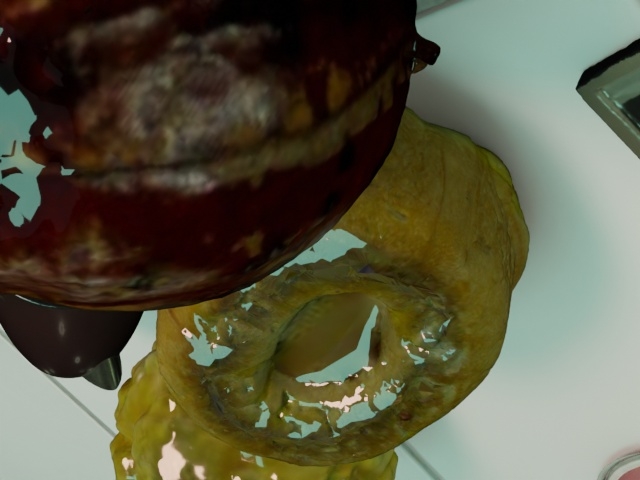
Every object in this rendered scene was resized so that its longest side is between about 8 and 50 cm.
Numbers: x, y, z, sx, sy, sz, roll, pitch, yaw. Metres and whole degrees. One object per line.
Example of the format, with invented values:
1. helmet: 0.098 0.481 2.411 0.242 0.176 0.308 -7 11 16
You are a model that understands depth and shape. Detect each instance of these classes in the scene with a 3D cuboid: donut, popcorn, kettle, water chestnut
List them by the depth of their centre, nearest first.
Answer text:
1. water chestnut: -0.114 -0.088 0.621 0.335 0.335 0.347 24 131 17
2. donut: 0.014 0.033 0.802 0.208 0.128 0.261 23 130 -12
3. popcorn: -0.055 0.174 1.076 0.249 0.249 0.225 25 178 14
4. kettle: -0.229 0.019 1.085 0.202 0.144 0.232 49 155 13

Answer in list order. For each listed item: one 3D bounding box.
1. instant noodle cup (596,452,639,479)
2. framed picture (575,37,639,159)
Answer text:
1. instant noodle cup: 0.269 0.316 0.909 0.244 0.255 0.244 22 148 15
2. framed picture: 0.270 -0.058 0.611 0.192 0.018 0.265 43 149 -13
